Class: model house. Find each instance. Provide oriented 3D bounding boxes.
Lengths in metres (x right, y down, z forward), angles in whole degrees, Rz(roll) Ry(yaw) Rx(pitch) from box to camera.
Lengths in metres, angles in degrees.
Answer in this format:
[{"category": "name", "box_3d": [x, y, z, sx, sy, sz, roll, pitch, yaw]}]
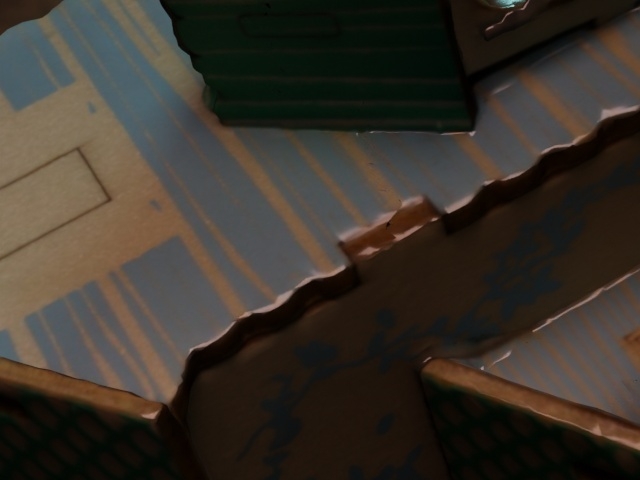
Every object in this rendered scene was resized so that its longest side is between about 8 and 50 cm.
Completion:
[{"category": "model house", "box_3d": [0.000, 0.000, 0.398, 0.206, 0.178, 0.271, -29, 50, -7]}]
